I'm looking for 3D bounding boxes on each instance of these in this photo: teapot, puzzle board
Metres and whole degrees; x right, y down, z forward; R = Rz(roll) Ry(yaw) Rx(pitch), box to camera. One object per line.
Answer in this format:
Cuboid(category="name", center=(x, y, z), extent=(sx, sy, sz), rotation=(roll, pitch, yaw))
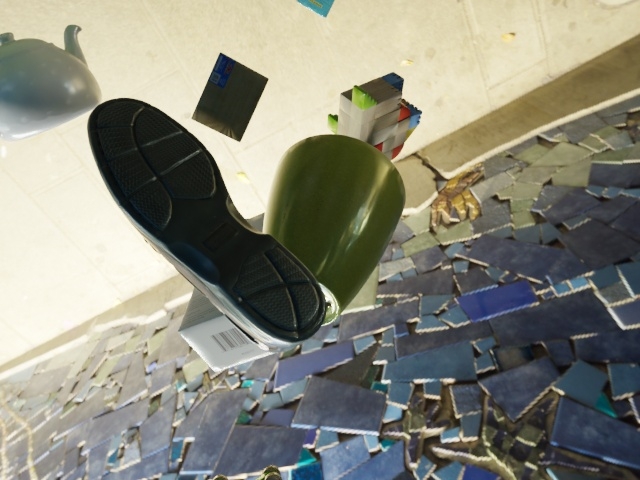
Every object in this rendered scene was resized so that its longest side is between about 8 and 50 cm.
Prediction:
Cuboid(category="teapot", center=(-0.606, -0.329, 0.956), extent=(0.252, 0.256, 0.187), rotation=(-23, 120, -3))
Cuboid(category="puzzle board", center=(-0.163, -0.256, 0.835), extent=(0.096, 0.011, 0.128), rotation=(24, 98, -18))

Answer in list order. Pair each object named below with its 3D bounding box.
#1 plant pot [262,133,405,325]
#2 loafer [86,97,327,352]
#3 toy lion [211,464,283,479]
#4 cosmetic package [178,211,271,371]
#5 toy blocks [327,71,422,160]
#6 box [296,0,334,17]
Cuboid(category="plant pot", center=(0.000, 0.000, 0.847), extent=(0.274, 0.294, 0.275), rotation=(10, 135, 11))
Cuboid(category="loafer", center=(-0.111, -0.004, 0.405), extent=(0.267, 0.096, 0.084), rotation=(48, 143, 7))
Cuboid(category="toy lion", center=(-0.077, 0.322, 0.540), extent=(0.100, 0.034, 0.096), rotation=(-3, 83, -14))
Cuboid(category="cosmetic package", center=(-0.180, 0.104, 1.118), extent=(0.196, 0.366, 0.155), rotation=(-21, 122, 18))
Cuboid(category="toy blocks", center=(0.179, -0.329, 1.364), extent=(0.260, 0.191, 0.382), rotation=(-29, 147, -23))
Cuboid(category="box", center=(0.027, -0.775, 1.306), extent=(0.100, 0.060, 0.244), rotation=(17, 120, -26))
